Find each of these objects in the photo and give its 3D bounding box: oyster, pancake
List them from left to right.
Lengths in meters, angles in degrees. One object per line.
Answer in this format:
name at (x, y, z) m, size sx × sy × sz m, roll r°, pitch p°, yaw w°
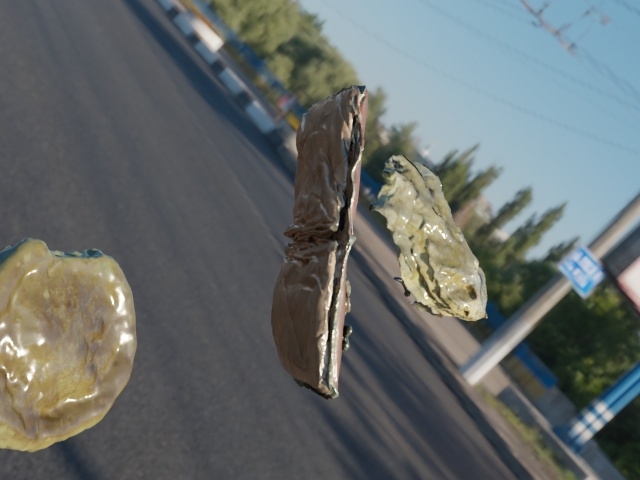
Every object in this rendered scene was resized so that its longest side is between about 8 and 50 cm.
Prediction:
pancake at (-0.261, 0.103, 1.049) m, size 0.042 × 0.222 × 0.236 m, roll 3°, pitch -24°, yaw 28°
oyster at (0.123, 0.004, 1.127) m, size 0.133 × 0.072 × 0.209 m, roll -28°, pitch 108°, yaw -53°

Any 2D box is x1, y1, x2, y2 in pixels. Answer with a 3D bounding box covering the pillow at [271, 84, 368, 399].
pillow at (0.000, 0.000, 0.818) m, size 0.043 × 0.232 × 0.126 m, roll 6°, pitch 0°, yaw -19°
